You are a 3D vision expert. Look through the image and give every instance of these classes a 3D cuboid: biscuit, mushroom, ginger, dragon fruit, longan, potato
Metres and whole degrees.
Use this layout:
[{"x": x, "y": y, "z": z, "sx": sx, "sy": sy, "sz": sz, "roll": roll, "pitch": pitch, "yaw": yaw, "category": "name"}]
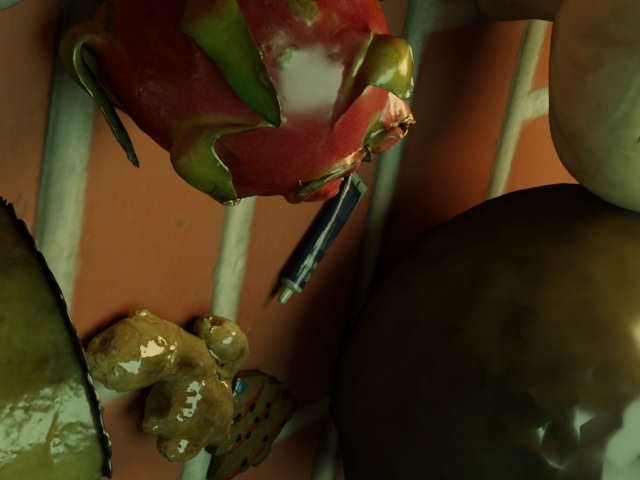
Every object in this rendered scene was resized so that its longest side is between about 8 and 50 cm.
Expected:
[{"x": -0.069, "y": 0.169, "z": 1.646, "sx": 0.119, "sy": 0.019, "sz": 0.130, "roll": -46, "pitch": 144, "yaw": -24, "category": "biscuit"}, {"x": 0.310, "y": -0.174, "z": 1.568, "sx": 0.315, "sy": 0.356, "sz": 0.315, "roll": 13, "pitch": 90, "yaw": -89, "category": "mushroom"}, {"x": -0.127, "y": 0.126, "z": 1.494, "sx": 0.214, "sy": 0.059, "sz": 0.133, "roll": 6, "pitch": 104, "yaw": -58, "category": "ginger"}, {"x": -0.049, "y": -0.130, "z": 1.262, "sx": 0.224, "sy": 0.227, "sz": 0.224, "roll": -36, "pitch": -179, "yaw": 0, "category": "dragon fruit"}, {"x": 0.227, "y": 0.146, "z": 1.708, "sx": 0.436, "sy": 0.404, "sz": 0.404, "roll": -28, "pitch": 135, "yaw": -32, "category": "longan"}, {"x": -0.291, "y": 0.116, "z": 1.149, "sx": 0.266, "sy": 0.229, "sz": 0.229, "roll": -21, "pitch": 131, "yaw": -27, "category": "potato"}]

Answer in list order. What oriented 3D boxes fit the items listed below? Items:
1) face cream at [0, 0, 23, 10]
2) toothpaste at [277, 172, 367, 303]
[{"x": -0.251, "y": -0.202, "z": 1.051, "sx": 0.264, "sy": 0.083, "sz": 0.149, "roll": 2, "pitch": 112, "yaw": -55, "category": "face cream"}, {"x": 0.000, "y": 0.000, "z": 1.617, "sx": 0.140, "sy": 0.021, "sz": 0.037, "roll": -57, "pitch": 147, "yaw": -11, "category": "toothpaste"}]
